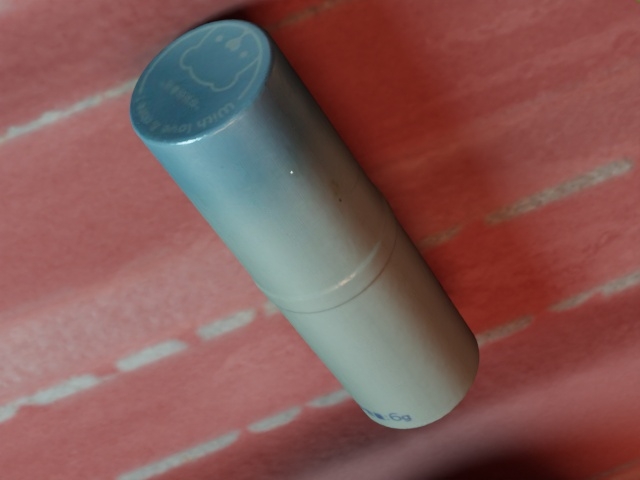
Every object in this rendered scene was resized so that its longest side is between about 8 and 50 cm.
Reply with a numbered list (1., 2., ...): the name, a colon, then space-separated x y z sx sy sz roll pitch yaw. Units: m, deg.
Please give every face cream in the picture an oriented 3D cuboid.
1. face cream: 0.000 0.000 0.792 0.077 0.077 0.250 -28 136 9

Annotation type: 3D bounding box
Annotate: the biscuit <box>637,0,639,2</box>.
1. biscuit: 0.252 -0.258 0.602 0.446 0.104 0.429 22 122 -29
